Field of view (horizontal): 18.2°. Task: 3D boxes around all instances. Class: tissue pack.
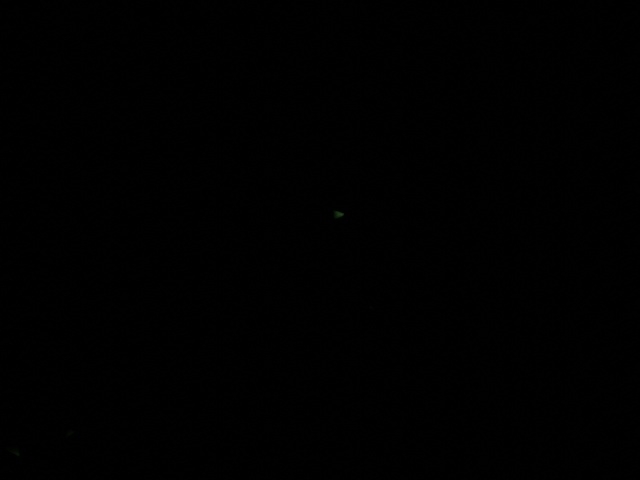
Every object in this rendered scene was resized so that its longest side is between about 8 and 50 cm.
[{"bbox_3d":[0.000,0.000,0.164,0.416,0.253,0.264,-22,-41,-53],"label":"tissue pack"}]
